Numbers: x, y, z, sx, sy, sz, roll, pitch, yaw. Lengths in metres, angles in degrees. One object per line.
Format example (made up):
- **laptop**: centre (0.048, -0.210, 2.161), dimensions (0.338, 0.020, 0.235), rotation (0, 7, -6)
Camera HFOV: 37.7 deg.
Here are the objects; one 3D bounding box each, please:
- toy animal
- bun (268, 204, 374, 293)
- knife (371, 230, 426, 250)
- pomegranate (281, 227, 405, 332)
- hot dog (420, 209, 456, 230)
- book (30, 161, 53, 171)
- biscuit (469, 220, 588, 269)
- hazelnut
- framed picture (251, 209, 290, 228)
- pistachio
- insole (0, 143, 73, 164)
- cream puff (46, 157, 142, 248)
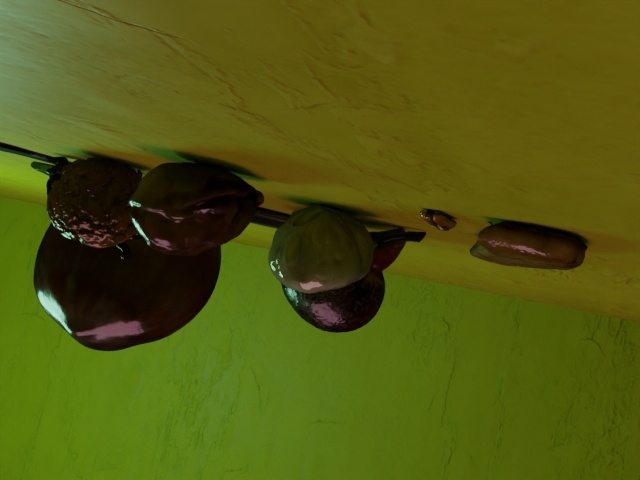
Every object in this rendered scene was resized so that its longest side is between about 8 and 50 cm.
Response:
- **toy animal**: centre (-0.379, -0.054, 1.626), dimensions (0.148, 0.084, 0.232), rotation (-27, -111, -40)
- **bun**: centre (0.000, 0.000, 1.515), dimensions (0.184, 0.102, 0.183), rotation (-5, -143, 4)
- **knife**: centre (0.072, 0.006, 1.594), dimensions (0.222, 0.045, 0.021), rotation (-6, 139, -2)
- **pomegranate**: centre (0.051, 0.049, 1.678), dimensions (0.248, 0.214, 0.214), rotation (-27, 158, 24)
- **hot dog**: centre (0.164, -0.027, 1.314), dimensions (0.037, 0.021, 0.083), rotation (11, 175, 31)
- **book**: centre (-0.523, -0.134, 1.923), dimensions (0.103, 0.017, 0.135), rotation (14, 176, 2)
- **biscuit**: centre (0.297, 0.014, 1.349), dimensions (0.154, 0.045, 0.299), rotation (10, 177, 8)
- **hazelnut**: centre (-0.378, 0.055, 1.875), dimensions (0.366, 0.365, 0.366), rotation (12, 176, 1)
- **framed picture**: centre (-0.118, -0.046, 1.933), dimensions (0.274, 0.016, 0.216), rotation (13, 176, -25)
- **pistachio**: centre (-0.167, -0.045, 1.303), dimensions (0.210, 0.130, 0.165), rotation (-7, -178, -44)
- **insole**: centre (-0.481, -0.141, 1.727), dimensions (0.110, 0.012, 0.310), rotation (10, 177, 44)
- **cream puff**: centre (-0.355, -0.066, 1.511), dimensions (0.165, 0.150, 0.115), rotation (-32, 178, -26)
